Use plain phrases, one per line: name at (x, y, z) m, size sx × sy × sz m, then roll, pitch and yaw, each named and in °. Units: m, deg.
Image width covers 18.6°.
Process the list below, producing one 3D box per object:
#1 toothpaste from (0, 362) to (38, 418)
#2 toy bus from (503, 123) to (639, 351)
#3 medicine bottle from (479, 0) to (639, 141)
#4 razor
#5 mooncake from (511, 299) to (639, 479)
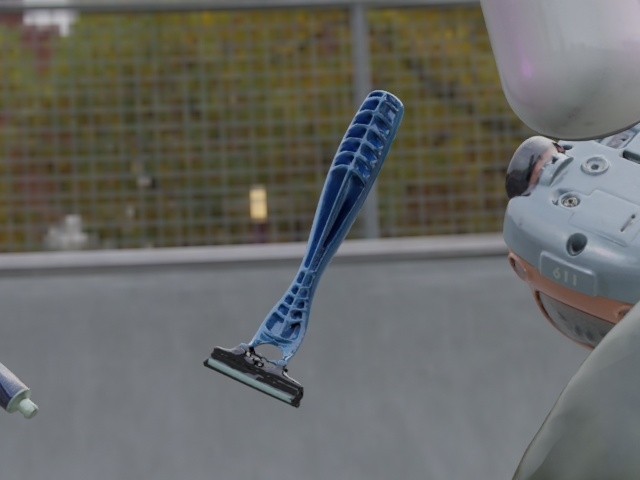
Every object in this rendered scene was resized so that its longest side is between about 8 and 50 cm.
toothpaste at (-0.197, 0.077, 1.150) m, size 0.019 × 0.083 × 0.027 m, roll -39°, pitch -22°, yaw -31°
toy bus at (0.298, -0.012, 1.771) m, size 0.194 × 0.288 × 0.232 m, roll 25°, pitch -37°, yaw 28°
medicine bottle at (0.165, -0.238, 1.410) m, size 0.130 × 0.341 × 0.130 m, roll -12°, pitch -9°, yaw -2°
razor at (0.000, 0.000, 1.489) m, size 0.082 × 0.253 × 0.042 m, roll 22°, pitch -11°, yaw 13°
mooncake at (0.235, 0.156, 0.982) m, size 0.194 × 0.356 × 0.356 m, roll 29°, pitch 10°, yaw 27°
